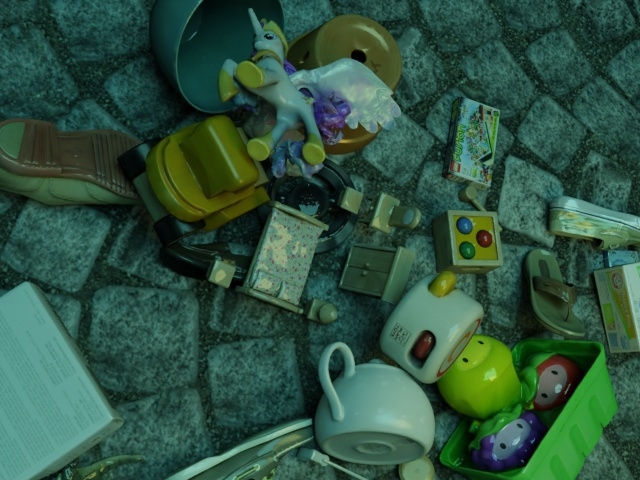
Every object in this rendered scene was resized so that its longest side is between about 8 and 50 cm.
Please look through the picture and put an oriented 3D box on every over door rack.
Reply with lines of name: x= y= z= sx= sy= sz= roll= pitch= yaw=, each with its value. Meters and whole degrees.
over door rack: x=0.076 y=0.574 z=1.697 sx=0.324 sy=0.108 sz=0.240 roll=26 pitch=66 yaw=-11

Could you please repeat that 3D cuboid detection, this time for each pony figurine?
pony figurine: x=-0.052 y=-0.263 z=1.682 sx=0.351 sy=0.302 sz=0.363 roll=50 pitch=23 yaw=-21

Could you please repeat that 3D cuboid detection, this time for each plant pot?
plant pot: x=-0.244 y=-0.439 z=1.822 sx=0.290 sy=0.290 sz=0.195 roll=-38 pitch=55 yaw=-25
plant pot: x=0.049 y=-0.361 z=1.920 sx=0.290 sy=0.203 sz=0.291 roll=6 pitch=71 yaw=-18

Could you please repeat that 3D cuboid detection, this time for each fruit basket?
fruit basket: x=0.392 y=0.322 z=1.821 sx=0.391 sy=0.283 sz=0.392 roll=2 pitch=86 yaw=-32

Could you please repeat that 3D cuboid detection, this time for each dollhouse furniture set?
dollhouse furniture set: x=0.000 y=0.000 z=1.737 sx=0.355 sy=0.173 sz=0.303 roll=23 pitch=82 yaw=-32

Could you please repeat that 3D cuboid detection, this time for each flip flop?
flip flop: x=0.528 y=0.109 z=1.961 sx=0.112 sy=0.080 sz=0.277 roll=15 pitch=41 yaw=-14

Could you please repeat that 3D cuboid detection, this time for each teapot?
teapot: x=0.105 y=0.320 z=1.721 sx=0.252 sy=0.256 sz=0.187 roll=7 pitch=59 yaw=-5

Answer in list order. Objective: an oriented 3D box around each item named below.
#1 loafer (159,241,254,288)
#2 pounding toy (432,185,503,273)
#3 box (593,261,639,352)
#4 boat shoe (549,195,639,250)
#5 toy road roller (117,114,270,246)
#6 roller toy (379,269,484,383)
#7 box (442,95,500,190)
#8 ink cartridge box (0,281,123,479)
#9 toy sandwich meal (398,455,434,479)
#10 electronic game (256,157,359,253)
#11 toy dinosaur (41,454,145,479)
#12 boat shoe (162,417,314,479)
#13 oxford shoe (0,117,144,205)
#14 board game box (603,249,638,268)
loafer: x=-0.221 y=0.039 z=1.774 sx=0.220 sy=0.080 sz=0.078 roll=20 pitch=64 yaw=-24
pounding toy: x=0.356 y=-0.034 z=1.992 sx=0.181 sy=0.094 sz=0.206 roll=2 pitch=74 yaw=-20
box: x=0.735 y=0.155 z=2.049 sx=0.103 sy=0.114 sz=0.203 roll=-8 pitch=83 yaw=-21
boat shoe: x=0.689 y=-0.024 z=2.119 sx=0.302 sy=0.109 sz=0.094 roll=16 pitch=84 yaw=-5
toy road roller: x=-0.199 y=-0.142 z=1.688 sx=0.329 sy=0.240 sz=0.203 roll=-30 pitch=93 yaw=-51
roller toy: x=0.212 y=0.168 z=1.713 sx=0.146 sy=0.209 sz=0.191 roll=36 pitch=74 yaw=19
box: x=0.361 y=-0.232 z=2.085 sx=0.114 sy=0.036 sz=0.207 roll=16 pitch=69 yaw=-15
ink cartridge box: x=-0.590 y=0.303 z=1.535 sx=0.385 sy=0.091 sz=0.308 roll=-34 pitch=75 yaw=-8
toy sandwich meal: x=0.199 y=0.484 z=1.814 sx=0.085 sy=0.029 sz=0.086 roll=4 pitch=66 yaw=-9
electronic game: x=-0.027 y=-0.081 z=1.891 sx=0.229 sy=0.048 sz=0.229 roll=4 pitch=72 yaw=-13
toy dinosaur: x=-0.463 y=0.424 z=1.576 sx=0.268 sy=0.064 sz=0.118 roll=-31 pitch=90 yaw=-30
boat shoe: x=-0.143 y=0.429 z=1.664 sx=0.304 sy=0.109 sz=0.091 roll=-21 pitch=83 yaw=-18
oxford shoe: x=-0.464 y=-0.133 z=1.713 sx=0.396 sy=0.146 sz=0.141 roll=14 pitch=54 yaw=-34
board game box: x=0.741 y=0.070 z=2.141 sx=0.090 sy=0.020 sz=0.090 roll=3 pitch=74 yaw=-20
